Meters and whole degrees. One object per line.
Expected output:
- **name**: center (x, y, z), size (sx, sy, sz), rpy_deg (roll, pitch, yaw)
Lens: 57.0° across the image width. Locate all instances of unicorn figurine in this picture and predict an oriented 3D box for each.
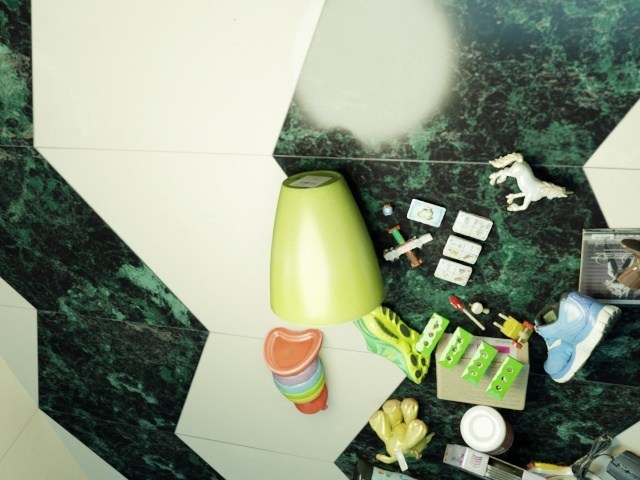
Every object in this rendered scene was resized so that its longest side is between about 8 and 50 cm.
- **unicorn figurine**: center (0.423, -0.112, 1.205), size (0.111, 0.060, 0.162), rpy_deg (-30, 115, 37)

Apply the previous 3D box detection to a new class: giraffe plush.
- **giraffe plush**: center (0.271, 0.609, 1.835), size (0.181, 0.210, 0.170), rpy_deg (-16, 152, 26)

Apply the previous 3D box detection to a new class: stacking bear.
- **stacking bear**: center (-0.054, 0.416, 1.779), size (0.175, 0.164, 0.289), rpy_deg (-1, 134, 20)

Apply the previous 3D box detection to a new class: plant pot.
- **plant pot**: center (0.000, 0.000, 1.342), size (0.275, 0.275, 0.293), rpy_deg (1, 115, 19)

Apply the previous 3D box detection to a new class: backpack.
- **backpack**: center (0.286, 0.951, 2.078), size (0.355, 0.273, 0.290), rpy_deg (7, 126, -3)

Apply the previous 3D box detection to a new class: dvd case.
- **dvd case**: center (0.663, 0.063, 1.302), size (0.164, 0.018, 0.221), rpy_deg (-1, 128, 19)

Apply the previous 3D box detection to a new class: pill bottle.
- **pill bottle**: center (0.480, 0.542, 1.672), size (0.121, 0.121, 0.216), rpy_deg (-7, 155, 25)

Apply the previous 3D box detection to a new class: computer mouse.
- **computer mouse**: center (0.863, 0.685, 1.700), size (0.262, 0.060, 0.184), rpy_deg (33, 108, -10)

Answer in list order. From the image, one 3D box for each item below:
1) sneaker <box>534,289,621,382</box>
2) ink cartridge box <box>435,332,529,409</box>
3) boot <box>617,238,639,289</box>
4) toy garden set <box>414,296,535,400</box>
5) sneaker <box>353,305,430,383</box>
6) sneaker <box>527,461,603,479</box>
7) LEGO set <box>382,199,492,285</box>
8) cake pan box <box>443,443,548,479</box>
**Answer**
- **sneaker**: center (0.590, 0.220, 1.410), size (0.147, 0.130, 0.330), rpy_deg (39, 153, 28)
- **ink cartridge box**: center (0.433, 0.351, 1.587), size (0.234, 0.088, 0.193), rpy_deg (5, 129, 17)
- **boot**: center (0.663, 0.055, 1.262), size (0.106, 0.037, 0.114), rpy_deg (22, 137, 2)
- **toy garden set**: center (0.394, 0.247, 1.482), size (0.244, 0.049, 0.204), rpy_deg (31, 98, 16)
- **sneaker**: center (0.200, 0.278, 1.614), size (0.123, 0.109, 0.295), rpy_deg (-6, 132, 52)
- **sneaker**: center (0.750, 0.741, 1.801), size (0.225, 0.093, 0.088), rpy_deg (-2, 149, 22)
- **LEGO set**: center (0.252, -0.011, 1.381), size (0.244, 0.060, 0.182), rpy_deg (17, 121, 3)
- **cake pan box**: center (0.520, 0.694, 1.786), size (0.245, 0.070, 0.267), rpy_deg (19, 163, 3)
